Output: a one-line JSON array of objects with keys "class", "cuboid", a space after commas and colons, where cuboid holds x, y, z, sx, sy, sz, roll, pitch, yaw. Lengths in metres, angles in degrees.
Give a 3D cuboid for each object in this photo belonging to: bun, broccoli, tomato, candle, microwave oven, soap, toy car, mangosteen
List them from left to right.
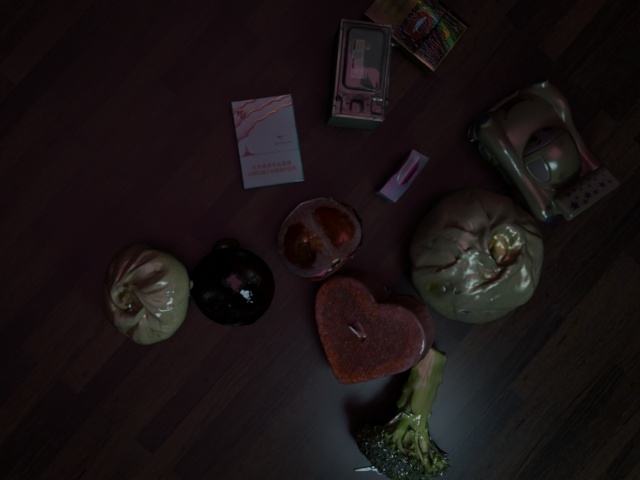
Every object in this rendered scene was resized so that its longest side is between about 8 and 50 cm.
[{"class": "bun", "cuboid": [-0.441, 0.125, 1.812, 0.259, 0.160, 0.259, 3, 95, 33]}, {"class": "mangosteen", "cuboid": [-0.215, 0.107, 1.864, 0.216, 0.216, 0.216, 0, 92, -7]}, {"class": "tomato", "cuboid": [0.000, 0.000, 1.922, 0.228, 0.112, 0.199, -30, 73, -3]}, {"class": "microwave oven", "cuboid": [0.100, -0.414, 1.879, 0.145, 0.194, 0.240, 6, 89, -9]}, {"class": "candle", "cuboid": [0.108, 0.238, 1.892, 0.317, 0.131, 0.287, 33, 111, 18]}, {"class": "soap", "cuboid": [0.215, -0.171, 1.945, 0.056, 0.100, 0.149, 37, 88, -7]}, {"class": "broccoli", "cuboid": [0.219, 0.440, 1.933, 0.252, 0.221, 0.361, 0, 82, -14]}, {"class": "bun", "cuboid": [0.412, 0.052, 1.909, 0.365, 0.219, 0.365, -1, 100, -7]}, {"class": "toy car", "cuboid": [0.577, -0.228, 1.925, 0.242, 0.226, 0.336, -34, 97, -4]}]

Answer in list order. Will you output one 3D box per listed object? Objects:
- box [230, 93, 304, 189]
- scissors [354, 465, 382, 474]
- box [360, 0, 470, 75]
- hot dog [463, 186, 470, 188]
[{"class": "box", "cuboid": [-0.137, -0.256, 1.929, 0.162, 0.041, 0.229, -9, 94, -7]}, {"class": "scissors", "cuboid": [0.132, 0.619, 2.015, 0.083, 0.006, 0.036, -4, 95, -7]}, {"class": "box", "cuboid": [0.246, -0.569, 1.949, 0.240, 0.071, 0.159, 37, 85, -7]}, {"class": "hot dog", "cuboid": [0.386, -0.110, 2.001, 0.083, 0.035, 0.058, -21, 94, -5]}]
